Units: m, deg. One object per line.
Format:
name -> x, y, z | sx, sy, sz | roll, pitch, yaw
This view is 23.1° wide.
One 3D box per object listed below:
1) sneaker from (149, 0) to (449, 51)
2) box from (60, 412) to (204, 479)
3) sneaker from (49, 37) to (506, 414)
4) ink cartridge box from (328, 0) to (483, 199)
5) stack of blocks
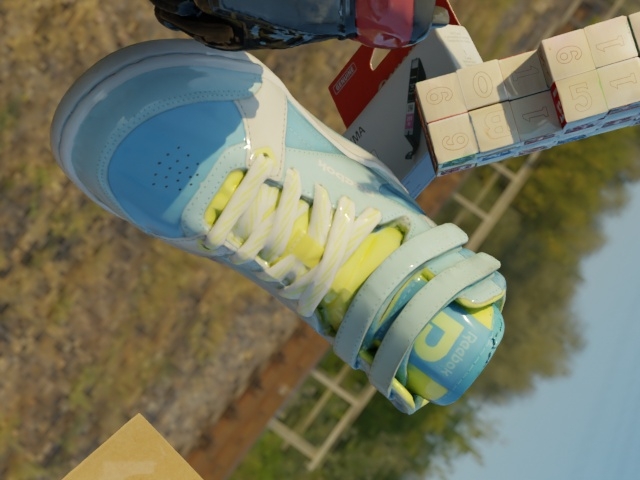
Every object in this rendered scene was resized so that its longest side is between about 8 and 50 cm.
sneaker -> -0.029, -0.155, 0.778 | 0.276, 0.135, 0.098 | -119, -154, -69
box -> -0.086, 0.215, 0.872 | 0.164, 0.201, 0.021 | -41, 174, -42
sneaker -> 0.000, 0.000, 0.930 | 0.319, 0.208, 0.127 | 21, 109, -49
ink cartridge box -> 0.097, -0.190, 2.044 | 0.060, 0.239, 0.275 | -3, 148, -38
stack of blocks -> 0.248, -0.151, 1.571 | 0.297, 0.087, 0.171 | -15, 175, 3
